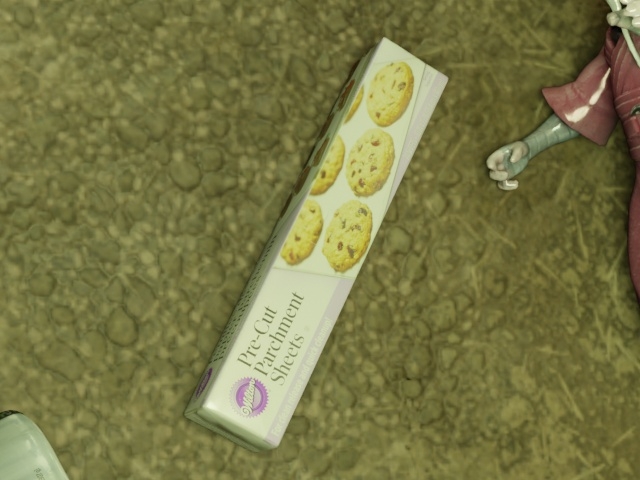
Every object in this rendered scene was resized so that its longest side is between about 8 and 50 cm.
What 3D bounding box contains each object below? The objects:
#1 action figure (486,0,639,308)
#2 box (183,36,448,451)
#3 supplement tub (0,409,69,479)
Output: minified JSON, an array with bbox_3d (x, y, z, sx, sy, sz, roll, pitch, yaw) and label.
[{"bbox_3d":[0.294,-0.091,1.167,0.275,0.248,0.370,-12,86,-23],"label":"action figure"},{"bbox_3d":[0.000,0.000,1.135,0.067,0.063,0.324,30,70,-11],"label":"box"},{"bbox_3d":[-0.254,0.198,0.969,0.190,0.117,0.117,-27,89,-23],"label":"supplement tub"}]
